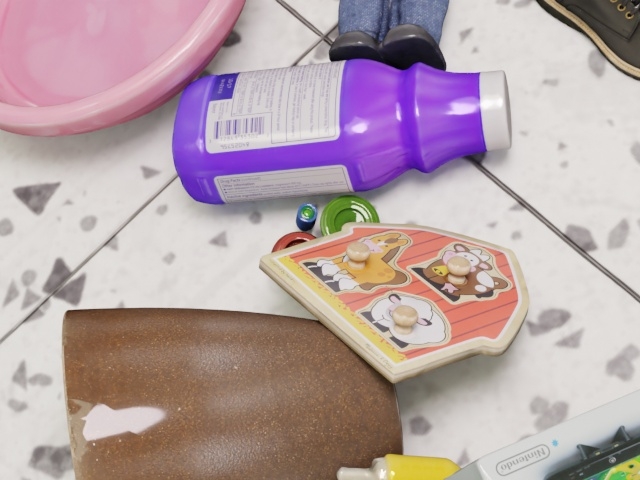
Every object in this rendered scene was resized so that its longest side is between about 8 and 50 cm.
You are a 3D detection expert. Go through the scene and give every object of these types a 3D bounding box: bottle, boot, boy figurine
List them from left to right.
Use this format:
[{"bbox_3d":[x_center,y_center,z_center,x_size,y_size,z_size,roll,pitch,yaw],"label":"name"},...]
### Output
[{"bbox_3d":[0.019,-0.097,1.051,0.282,0.092,0.118,-5,49,12],"label":"bottle"},{"bbox_3d":[0.073,-0.284,1.122,0.177,0.092,0.285,-2,71,17],"label":"boy figurine"},{"bbox_3d":[0.251,-0.208,1.014,0.198,0.137,0.077,32,79,24],"label":"boot"}]

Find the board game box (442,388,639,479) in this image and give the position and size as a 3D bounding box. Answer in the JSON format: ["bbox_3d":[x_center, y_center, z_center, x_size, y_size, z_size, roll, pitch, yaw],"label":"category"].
[{"bbox_3d":[0.242,0.242,0.757,0.224,0.097,0.303,-20,75,-16],"label":"board game box"}]

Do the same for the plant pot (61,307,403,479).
[{"bbox_3d":[-0.060,0.141,0.930,0.230,0.215,0.215,-9,65,-5],"label":"plant pot"}]

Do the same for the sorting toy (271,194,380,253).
[{"bbox_3d":[0.000,0.000,1.053,0.102,0.042,0.061,-31,78,-13],"label":"sorting toy"}]

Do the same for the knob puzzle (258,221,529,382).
[{"bbox_3d":[0.079,0.027,0.961,0.213,0.030,0.213,5,31,-3],"label":"knob puzzle"}]

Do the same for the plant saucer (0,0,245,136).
[{"bbox_3d":[-0.205,-0.231,1.160,0.332,0.084,0.332,-10,60,17],"label":"plant saucer"}]

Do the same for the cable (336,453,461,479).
[{"bbox_3d":[0.156,0.198,0.894,0.287,0.072,0.140,-11,103,-1],"label":"cable"}]
